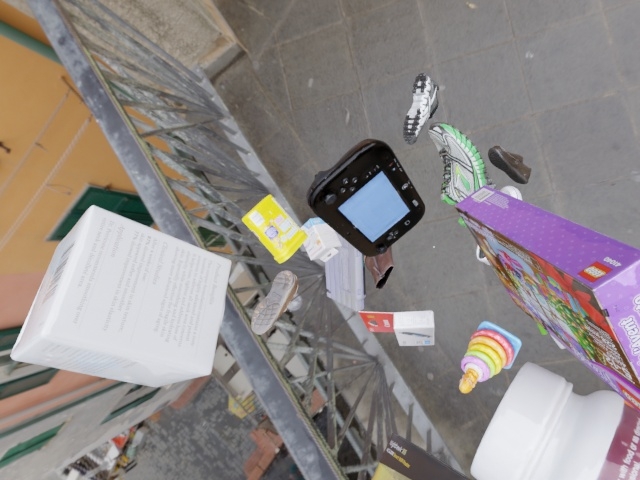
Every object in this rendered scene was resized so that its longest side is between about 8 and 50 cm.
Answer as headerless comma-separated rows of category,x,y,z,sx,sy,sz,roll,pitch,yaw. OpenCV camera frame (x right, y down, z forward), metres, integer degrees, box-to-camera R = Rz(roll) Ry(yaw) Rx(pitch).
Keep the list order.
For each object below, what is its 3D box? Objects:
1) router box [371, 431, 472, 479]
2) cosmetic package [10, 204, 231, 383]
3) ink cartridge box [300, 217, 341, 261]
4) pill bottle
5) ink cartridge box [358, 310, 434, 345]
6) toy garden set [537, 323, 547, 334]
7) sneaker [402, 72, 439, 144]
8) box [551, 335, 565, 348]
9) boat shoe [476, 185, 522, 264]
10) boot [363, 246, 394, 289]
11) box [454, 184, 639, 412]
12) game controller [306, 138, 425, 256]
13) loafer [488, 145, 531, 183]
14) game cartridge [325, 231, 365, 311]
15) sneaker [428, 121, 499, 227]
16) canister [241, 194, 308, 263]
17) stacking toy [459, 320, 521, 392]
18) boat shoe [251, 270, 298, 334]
router box,0.159,0.491,0.711,0.081,0.309,0.242,31,74,-5
cosmetic package,-0.506,0.176,1.120,0.328,0.394,0.329,-27,47,41
ink cartridge box,0.000,0.000,1.529,0.092,0.090,0.143,-42,66,41
pill bottle,0.413,0.333,0.521,0.392,0.224,0.224,27,96,33
ink cartridge box,0.292,0.335,1.589,0.261,0.296,0.066,-4,64,14
toy garden set,0.819,0.191,1.583,0.049,0.244,0.203,-17,121,33
sneaker,0.353,-0.439,1.443,0.078,0.106,0.234,25,106,55
box,0.498,0.107,0.751,0.171,0.130,0.091,-6,46,-15
boat shoe,0.555,-0.050,1.321,0.095,0.084,0.257,12,89,51
boot,0.230,0.021,1.452,0.090,0.206,0.248,12,124,-18
box,0.284,0.055,0.504,0.057,0.293,0.201,-36,108,7
game controller,0.099,-0.066,0.799,0.167,0.319,0.067,-33,59,13
loafer,0.742,-0.308,1.653,0.220,0.080,0.078,34,86,-24
game cartridge,0.103,0.108,1.826,0.230,0.068,0.354,17,116,49
sneaker,0.402,-0.185,1.223,0.146,0.134,0.343,-29,100,12
canister,-0.133,-0.036,1.239,0.170,0.126,0.073,50,141,-12
stacking toy,0.580,0.450,1.535,0.166,0.302,0.175,29,135,32
boat shoe,-0.197,0.295,1.948,0.123,0.116,0.324,34,90,30
